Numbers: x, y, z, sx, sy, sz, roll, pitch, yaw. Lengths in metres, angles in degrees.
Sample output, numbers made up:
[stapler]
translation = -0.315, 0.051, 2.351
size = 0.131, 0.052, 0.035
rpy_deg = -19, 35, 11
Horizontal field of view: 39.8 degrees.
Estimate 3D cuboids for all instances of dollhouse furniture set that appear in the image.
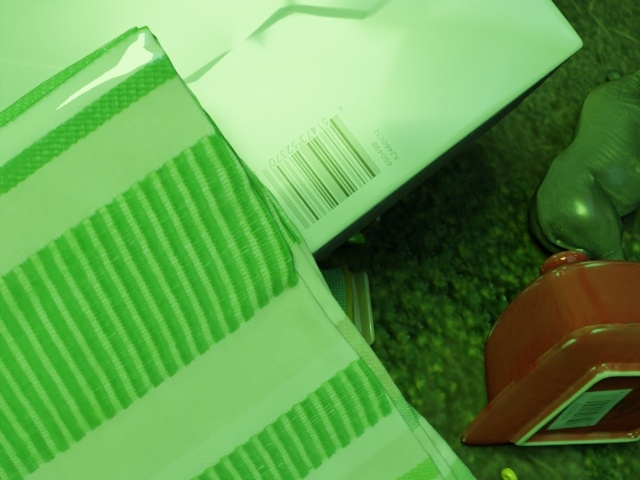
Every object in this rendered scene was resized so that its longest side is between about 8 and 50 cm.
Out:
[dollhouse furniture set]
translation = 0.000, 0.000, 0.574
size = 0.076, 0.058, 0.152
rpy_deg = 2, 71, -21

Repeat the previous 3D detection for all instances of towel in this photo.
[towel]
translation = -0.081, 0.103, 0.402
size = 0.248, 0.038, 0.325
rpy_deg = -35, 115, -3

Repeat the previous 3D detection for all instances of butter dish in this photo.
[butter dish]
translation = 0.178, 0.061, 0.586
size = 0.159, 0.160, 0.118
rpy_deg = 2, 54, -22

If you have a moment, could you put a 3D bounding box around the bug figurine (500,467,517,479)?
[bug figurine]
translation = 0.115, 0.284, 0.516
size = 0.279, 0.072, 0.216
rpy_deg = -37, 89, -29

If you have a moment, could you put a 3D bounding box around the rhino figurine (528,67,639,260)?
[rhino figurine]
translation = 0.239, -0.066, 0.688
size = 0.106, 0.073, 0.243
rpy_deg = 39, 61, -9

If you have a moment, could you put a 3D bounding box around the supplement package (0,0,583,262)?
[supplement package]
translation = -0.037, -0.089, 0.485
size = 0.262, 0.145, 0.204
rpy_deg = -37, 88, 0
